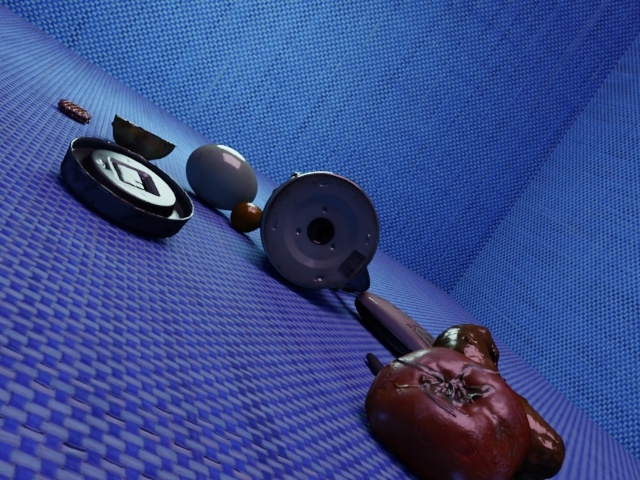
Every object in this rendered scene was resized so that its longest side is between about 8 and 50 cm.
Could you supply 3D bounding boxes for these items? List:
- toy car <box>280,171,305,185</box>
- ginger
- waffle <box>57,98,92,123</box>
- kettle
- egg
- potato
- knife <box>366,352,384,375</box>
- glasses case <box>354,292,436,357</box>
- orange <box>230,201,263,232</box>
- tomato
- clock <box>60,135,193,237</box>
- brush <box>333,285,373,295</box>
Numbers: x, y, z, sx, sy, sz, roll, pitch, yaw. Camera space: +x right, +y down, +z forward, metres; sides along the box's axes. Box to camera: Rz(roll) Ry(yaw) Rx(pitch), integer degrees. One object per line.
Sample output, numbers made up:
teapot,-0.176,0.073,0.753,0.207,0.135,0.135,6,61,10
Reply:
toy car,-0.036,-0.048,1.999,0.198,0.166,0.314,40,-21,26
ginger,0.258,0.273,1.125,0.165,0.172,0.321,62,3,-37
waffle,-0.587,-0.308,1.633,0.083,0.029,0.075,24,12,-49
kettle,0.000,0.000,1.584,0.319,0.247,0.342,52,-5,-7
egg,-0.245,-0.156,1.707,0.192,0.149,0.149,39,6,-4
potato,-0.430,-0.230,1.647,0.164,0.081,0.200,27,4,-1
knife,0.123,0.253,1.163,0.035,0.018,0.247,35,7,-25
glasses case,0.189,0.213,1.535,0.122,0.075,0.314,25,12,-43
orange,-0.175,-0.055,1.654,0.085,0.085,0.085,34,6,-4
tomato,0.182,0.233,0.938,0.237,0.095,0.237,12,32,-8
clock,-0.317,-0.088,1.135,0.226,0.049,0.226,33,17,-11
brush,0.090,0.135,1.839,0.042,0.039,0.299,42,6,30
